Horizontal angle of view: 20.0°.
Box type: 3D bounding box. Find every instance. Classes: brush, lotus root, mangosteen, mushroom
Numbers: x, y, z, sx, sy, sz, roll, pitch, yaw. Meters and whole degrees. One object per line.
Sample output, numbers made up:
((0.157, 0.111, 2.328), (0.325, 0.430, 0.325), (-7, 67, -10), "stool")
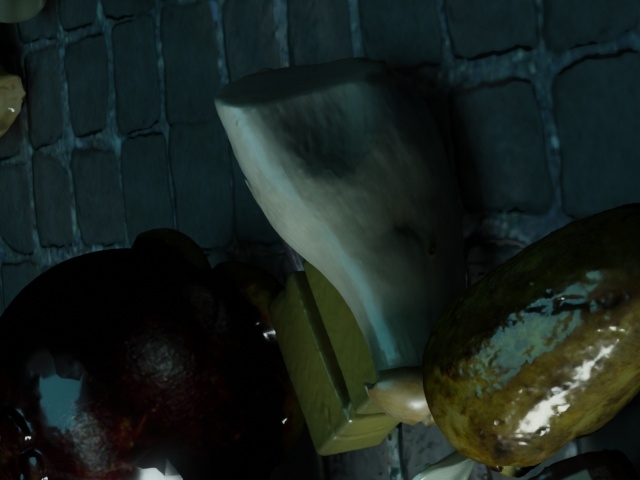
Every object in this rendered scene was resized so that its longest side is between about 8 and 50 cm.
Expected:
((0.000, 0.000, 1.068), (0.103, 0.047, 0.233), (-51, 51, 49), "brush")
((0.122, 0.034, 0.835), (0.094, 0.108, 0.190), (38, 130, -5), "lotus root")
((-0.108, 0.097, 1.110), (0.210, 0.210, 0.210), (14, 107, 57), "mangosteen")
((0.028, -0.006, 0.969), (0.225, 0.116, 0.093), (63, 148, 9), "mushroom")

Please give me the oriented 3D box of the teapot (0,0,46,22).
((-0.211, -0.264, 1.264), (0.318, 0.149, 0.220), (4, 105, 57), "teapot")

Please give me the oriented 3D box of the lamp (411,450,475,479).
((0.122, 0.177, 0.923), (0.198, 0.056, 0.050), (42, 127, 33), "lamp")

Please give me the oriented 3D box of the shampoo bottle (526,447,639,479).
((0.165, 0.204, 0.814), (0.068, 0.067, 0.236), (-58, 46, 42), "shampoo bottle")

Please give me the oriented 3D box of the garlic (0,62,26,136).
((-0.326, -0.184, 1.508), (0.164, 0.145, 0.245), (-22, 73, 24), "garlic")
